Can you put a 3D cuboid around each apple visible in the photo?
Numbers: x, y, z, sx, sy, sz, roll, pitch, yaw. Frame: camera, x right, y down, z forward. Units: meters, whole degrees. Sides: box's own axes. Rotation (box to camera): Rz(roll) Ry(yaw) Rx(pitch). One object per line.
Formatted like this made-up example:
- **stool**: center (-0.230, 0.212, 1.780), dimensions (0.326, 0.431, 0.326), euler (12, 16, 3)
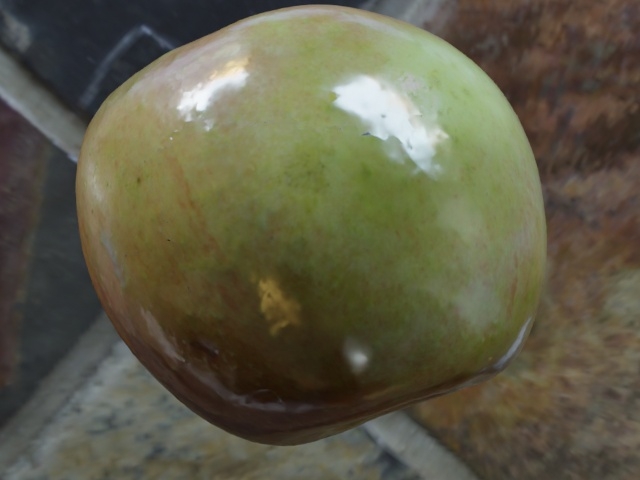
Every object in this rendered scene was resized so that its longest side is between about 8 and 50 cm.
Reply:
- **apple**: center (0.000, 0.000, 1.077), dimensions (0.319, 0.319, 0.277), euler (-22, 70, 3)
